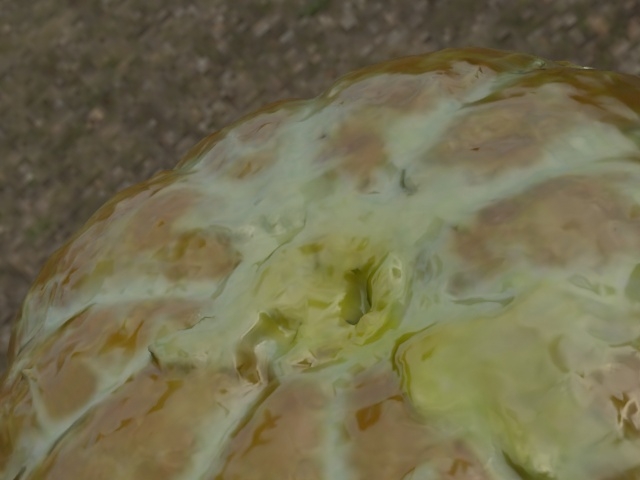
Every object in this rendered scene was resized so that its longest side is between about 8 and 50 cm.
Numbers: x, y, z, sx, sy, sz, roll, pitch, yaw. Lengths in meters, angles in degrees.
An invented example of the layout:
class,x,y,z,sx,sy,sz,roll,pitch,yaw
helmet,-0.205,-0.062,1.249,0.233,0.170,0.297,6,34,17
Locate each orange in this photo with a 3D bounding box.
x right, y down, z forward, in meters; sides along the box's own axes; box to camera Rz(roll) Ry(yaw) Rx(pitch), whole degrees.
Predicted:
class,x,y,z,sx,sy,sz,roll,pitch,yaw
orange,0.038,0.087,0.591,0.329,0.249,0.329,-19,39,16
